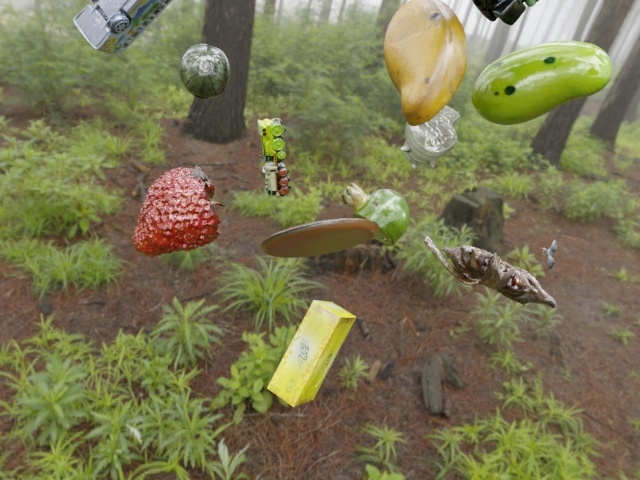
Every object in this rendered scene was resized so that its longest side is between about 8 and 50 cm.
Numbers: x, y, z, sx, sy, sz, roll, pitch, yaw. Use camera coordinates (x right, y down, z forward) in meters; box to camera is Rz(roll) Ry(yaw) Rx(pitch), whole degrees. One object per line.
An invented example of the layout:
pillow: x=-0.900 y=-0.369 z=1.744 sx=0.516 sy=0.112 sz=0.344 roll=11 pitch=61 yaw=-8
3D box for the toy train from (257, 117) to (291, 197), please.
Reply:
toy train: x=-0.135 y=-0.236 z=1.472 sx=0.085 sy=0.249 sz=0.053 roll=-10 pitch=38 yaw=-8

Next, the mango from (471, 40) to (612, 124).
mango: x=0.479 y=-0.351 z=1.111 sx=0.293 sy=0.175 sz=0.143 roll=-6 pitch=-28 yaw=41

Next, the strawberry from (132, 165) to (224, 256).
strawberry: x=-0.415 y=-0.079 z=1.435 sx=0.258 sy=0.261 sz=0.261 roll=-11 pitch=39 yaw=-20

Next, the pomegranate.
pomegranate: x=0.196 y=-0.104 z=1.707 sx=0.241 sy=0.190 sz=0.159 roll=31 pitch=78 yaw=25

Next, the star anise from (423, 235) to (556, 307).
star anise: x=0.461 y=0.089 z=1.371 sx=0.349 sy=0.109 sz=0.292 roll=25 pitch=-3 yaw=-29

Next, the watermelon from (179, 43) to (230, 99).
watermelon: x=-0.171 y=-0.251 z=0.746 sx=0.078 sy=0.078 sz=0.110 roll=6 pitch=22 yaw=-13

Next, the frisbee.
frisbee: x=0.000 y=0.000 z=1.054 sx=0.251 sy=0.251 sz=0.021 roll=-4 pitch=76 yaw=-27

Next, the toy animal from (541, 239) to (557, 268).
toy animal: x=0.604 y=0.031 z=1.332 sx=0.050 sy=0.028 sz=0.084 roll=18 pitch=75 yaw=-6

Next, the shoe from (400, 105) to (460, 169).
shoe: x=0.259 y=-0.237 z=1.252 sx=0.124 sy=0.159 sz=0.316 roll=29 pitch=38 yaw=6

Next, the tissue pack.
tissue pack: x=-0.012 y=0.197 z=0.887 sx=0.062 sy=0.176 sz=0.095 roll=29 pitch=2 yaw=23

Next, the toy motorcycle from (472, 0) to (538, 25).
toy motorcycle: x=0.277 y=-0.507 z=0.896 sx=0.331 sy=0.196 sz=0.125 roll=12 pitch=39 yaw=-49

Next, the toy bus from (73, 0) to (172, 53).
toy bus: x=-0.435 y=-0.598 z=1.212 sx=0.109 sy=0.330 sz=0.136 roll=53 pitch=15 yaw=2

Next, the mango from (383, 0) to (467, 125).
mango: x=0.212 y=-0.360 z=1.002 sx=0.120 sy=0.177 sz=0.295 roll=13 pitch=58 yaw=-34
